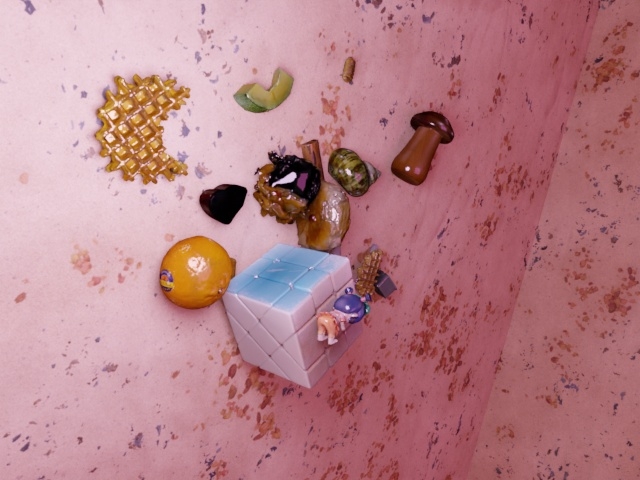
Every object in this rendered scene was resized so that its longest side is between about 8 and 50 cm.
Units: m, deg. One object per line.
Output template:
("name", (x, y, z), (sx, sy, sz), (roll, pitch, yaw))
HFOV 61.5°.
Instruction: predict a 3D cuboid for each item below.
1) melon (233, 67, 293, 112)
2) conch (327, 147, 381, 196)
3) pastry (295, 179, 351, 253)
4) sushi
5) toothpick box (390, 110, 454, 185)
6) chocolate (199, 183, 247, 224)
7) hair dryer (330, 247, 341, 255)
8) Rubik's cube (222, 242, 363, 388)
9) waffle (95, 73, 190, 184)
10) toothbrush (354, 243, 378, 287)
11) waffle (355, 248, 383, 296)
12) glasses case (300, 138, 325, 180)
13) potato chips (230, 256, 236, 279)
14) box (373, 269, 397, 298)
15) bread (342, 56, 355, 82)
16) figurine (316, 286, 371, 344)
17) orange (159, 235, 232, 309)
("melon", (-0.164, -0.465, 1.687), (0.209, 0.064, 0.118), (-48, 126, -26))
("conch", (0.132, -0.254, 2.001), (0.181, 0.124, 0.188), (-18, 107, -43))
("pastry", (-0.002, -0.080, 1.848), (0.120, 0.235, 0.257), (1, 99, -35))
("sushi", (-0.114, -0.166, 1.736), (0.204, 0.199, 0.213), (-66, 163, -8))
("toothpick box", (0.414, -0.382, 2.199), (0.192, 0.192, 0.295), (32, 87, -45))
("chocolate", (-0.302, -0.118, 1.651), (0.148, 0.080, 0.125), (-33, 136, -41))
("hair dryer", (-0.001, 0.008, 2.020), (0.183, 0.044, 0.155), (-22, 117, -32))
("Rubik's cube", (-0.087, 0.234, 1.777), (0.316, 0.321, 0.319), (-38, 128, -39))
("waffle", (-0.472, -0.294, 1.437), (0.259, 0.069, 0.293), (-6, 110, -41))
("toothbrush", (0.165, 0.140, 2.234), (0.020, 0.025, 0.287), (37, 78, -47))
("waffle", (0.206, 0.140, 2.224), (0.160, 0.046, 0.192), (-33, 128, -32))
("glasses case", (-0.021, -0.267, 1.905), (0.064, 0.041, 0.170), (-30, 122, -35))
("potato chips", (-0.291, 0.151, 1.779), (0.026, 0.037, 0.204), (-17, 113, -50))
("box", (0.265, 0.188, 2.307), (0.069, 0.084, 0.122), (-47, 130, -14))
("bread", (0.104, -0.609, 1.922), (0.049, 0.033, 0.088), (10, 96, -52))
("figurine", (0.072, 0.223, 1.626), (0.195, 0.111, 0.102), (-30, 123, -43))
("orange", (-0.365, 0.096, 1.585), (0.219, 0.192, 0.220), (-23, 117, -58))
